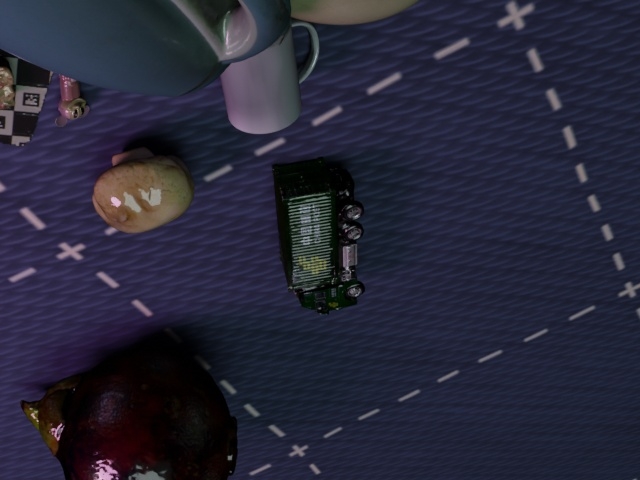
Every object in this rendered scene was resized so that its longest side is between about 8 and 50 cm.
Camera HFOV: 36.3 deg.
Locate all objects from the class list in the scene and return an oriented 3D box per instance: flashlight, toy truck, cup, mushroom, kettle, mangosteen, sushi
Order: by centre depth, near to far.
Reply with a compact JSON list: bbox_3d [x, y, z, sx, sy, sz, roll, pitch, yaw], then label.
[{"bbox_3d":[-0.198,-0.271,0.995,0.319,0.247,0.342,6,162,46],"label":"kettle"},{"bbox_3d":[-0.434,-0.192,1.178,0.210,0.040,0.193,11,130,-26],"label":"sushi"},{"bbox_3d":[-0.311,-0.192,1.219,0.052,0.031,0.110,-31,144,-34],"label":"flashlight"},{"bbox_3d":[-0.071,-0.225,1.232,0.099,0.136,0.133,12,139,19],"label":"cup"},{"bbox_3d":[-0.239,-0.068,1.309,0.148,0.148,0.112,-17,97,0],"label":"mushroom"},{"bbox_3d":[0.000,0.000,1.469,0.121,0.088,0.259,-11,135,-8],"label":"toy truck"},{"bbox_3d":[-0.310,0.325,1.554,0.359,0.306,0.306,-2,135,0],"label":"mangosteen"}]

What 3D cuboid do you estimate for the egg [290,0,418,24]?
[{"bbox_3d":[0.024,-0.331,1.071,0.253,0.189,0.189,-12,137,8],"label":"egg"}]
